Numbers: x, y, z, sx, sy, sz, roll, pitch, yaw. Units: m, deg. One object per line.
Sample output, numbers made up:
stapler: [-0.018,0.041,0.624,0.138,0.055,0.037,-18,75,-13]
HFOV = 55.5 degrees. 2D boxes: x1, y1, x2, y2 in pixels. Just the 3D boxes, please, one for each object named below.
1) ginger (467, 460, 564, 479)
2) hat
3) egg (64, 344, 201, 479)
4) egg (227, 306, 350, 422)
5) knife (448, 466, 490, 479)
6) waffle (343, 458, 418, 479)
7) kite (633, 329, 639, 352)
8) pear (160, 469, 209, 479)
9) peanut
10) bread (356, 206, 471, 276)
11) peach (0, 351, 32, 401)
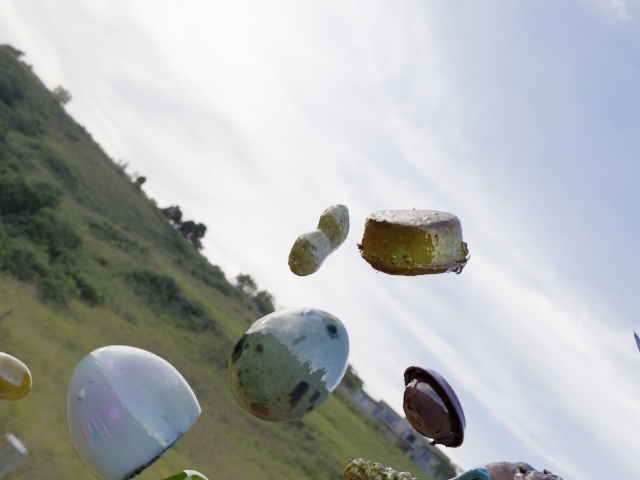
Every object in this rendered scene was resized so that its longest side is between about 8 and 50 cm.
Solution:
ginger: [0.488,0.648,1.589,0.357,0.274,0.153,60,10,-66]
hat: [0.242,0.382,1.375,0.205,0.089,0.206,44,-34,41]
egg: [-0.576,0.467,1.766,0.340,0.354,0.354,56,-20,-5]
egg: [-0.100,0.395,1.992,0.345,0.428,0.345,49,3,-4]
knife: [0.316,0.579,1.434,0.064,0.031,0.222,29,-45,-13]
waffle: [0.186,0.661,1.632,0.249,0.056,0.253,5,-35,24]
kite: [0.790,0.288,1.473,0.011,0.139,0.157,-30,-105,34]
pear: [-0.364,0.753,1.686,0.220,0.187,0.187,59,-15,24]
peanut: [0.000,0.000,1.629,0.098,0.229,0.103,41,-8,9]
bread: [0.312,0.001,2.026,0.358,0.336,0.204,10,-69,35]
peach: [-0.833,0.349,1.576,0.179,0.103,0.179,20,-28,11]
